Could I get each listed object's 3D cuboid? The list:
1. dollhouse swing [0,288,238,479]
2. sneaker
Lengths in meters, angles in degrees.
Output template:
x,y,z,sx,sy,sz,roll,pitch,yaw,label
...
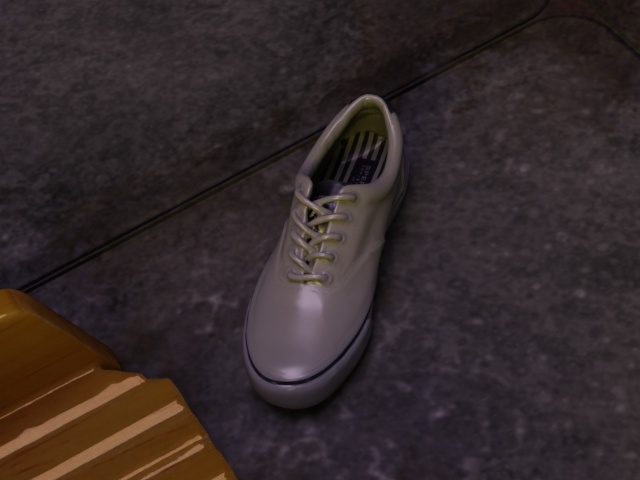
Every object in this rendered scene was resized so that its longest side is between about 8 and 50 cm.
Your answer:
x,y,z,sx,sy,sz,roll,pitch,yaw,label
-0.209,0.149,1.094,0.315,0.305,0.347,-28,49,-13,dollhouse swing
0.000,0.000,1.322,0.094,0.091,0.258,5,51,15,sneaker
